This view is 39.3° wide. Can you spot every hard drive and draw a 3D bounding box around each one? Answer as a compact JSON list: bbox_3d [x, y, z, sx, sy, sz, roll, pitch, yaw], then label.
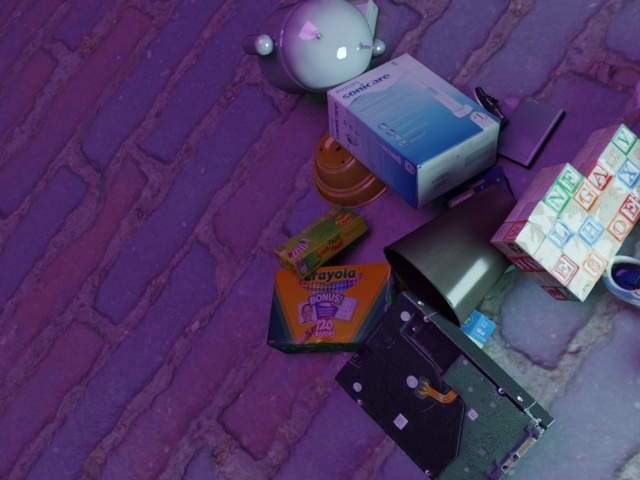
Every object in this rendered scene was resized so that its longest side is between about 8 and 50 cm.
[{"bbox_3d":[0.415,-0.219,1.795,0.094,0.022,0.135,32,88,37],"label":"hard drive"},{"bbox_3d":[0.211,0.279,1.585,0.339,0.064,0.237,44,118,20],"label":"hard drive"}]

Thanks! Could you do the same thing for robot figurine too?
[{"bbox_3d":[-0.014,-0.417,1.934,0.353,0.300,0.199,-160,66,-67],"label":"robot figurine"}]

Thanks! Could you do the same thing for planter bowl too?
[{"bbox_3d":[0.056,-0.184,1.955,0.217,0.090,0.217,-12,65,27],"label":"planter bowl"}]

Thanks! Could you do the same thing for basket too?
[{"bbox_3d":[0.267,0.017,1.637,0.227,0.154,0.204,-39,63,-11],"label":"basket"}]

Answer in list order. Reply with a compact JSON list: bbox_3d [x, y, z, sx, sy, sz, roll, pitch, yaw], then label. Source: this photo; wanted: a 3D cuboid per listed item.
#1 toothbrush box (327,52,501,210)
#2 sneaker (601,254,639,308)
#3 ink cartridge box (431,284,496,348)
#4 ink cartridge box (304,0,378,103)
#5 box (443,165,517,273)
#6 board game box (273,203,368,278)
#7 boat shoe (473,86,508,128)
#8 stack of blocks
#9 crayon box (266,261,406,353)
[{"bbox_3d":[0.183,-0.228,1.818,0.216,0.126,0.295,-30,53,-22],"label":"toothbrush box"},{"bbox_3d":[0.588,0.090,1.524,0.237,0.086,0.085,23,81,34],"label":"sneaker"},{"bbox_3d":[0.209,0.215,1.702,0.134,0.078,0.231,32,89,36],"label":"ink cartridge box"},{"bbox_3d":[0.038,-0.445,2.100,0.171,0.056,0.235,-2,68,30],"label":"ink cartridge box"},{"bbox_3d":[0.327,-0.037,1.765,0.136,0.036,0.225,-27,57,19],"label":"box"},{"bbox_3d":[0.000,0.000,1.882,0.181,0.043,0.092,-37,34,-17],"label":"board game box"},{"bbox_3d":[0.349,-0.276,1.836,0.038,0.046,0.125,-36,44,23],"label":"boat shoe"},{"bbox_3d":[0.458,-0.062,1.575,0.297,0.171,0.087,-53,13,-12],"label":"stack of blocks"},{"bbox_3d":[0.033,0.141,1.836,0.278,0.081,0.165,-6,67,29],"label":"crayon box"}]
